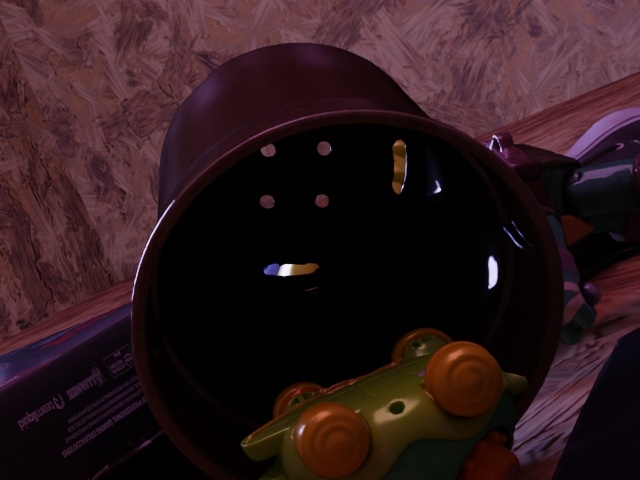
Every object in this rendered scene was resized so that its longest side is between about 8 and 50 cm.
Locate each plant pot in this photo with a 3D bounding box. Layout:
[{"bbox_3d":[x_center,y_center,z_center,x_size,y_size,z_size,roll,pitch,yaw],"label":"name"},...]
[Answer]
[{"bbox_3d":[0.000,0.000,0.736,0.167,0.167,0.165,-24,24,1],"label":"plant pot"}]

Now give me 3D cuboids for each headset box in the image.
[{"bbox_3d":[-0.171,0.127,0.783,0.293,0.110,0.218,-22,5,26],"label":"headset box"}]

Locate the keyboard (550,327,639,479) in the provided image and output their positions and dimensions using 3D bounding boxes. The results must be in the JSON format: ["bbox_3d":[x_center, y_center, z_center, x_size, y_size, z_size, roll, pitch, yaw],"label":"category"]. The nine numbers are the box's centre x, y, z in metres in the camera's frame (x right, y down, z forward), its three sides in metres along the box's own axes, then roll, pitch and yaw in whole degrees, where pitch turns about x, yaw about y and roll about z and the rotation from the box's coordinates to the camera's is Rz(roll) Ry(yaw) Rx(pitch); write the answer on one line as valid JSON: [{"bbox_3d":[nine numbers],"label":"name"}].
[{"bbox_3d":[0.166,0.039,0.562,0.201,0.033,0.317,-29,3,19],"label":"keyboard"}]

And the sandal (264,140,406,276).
[{"bbox_3d":[0.021,0.015,1.121,0.138,0.126,0.317,-26,1,31],"label":"sandal"}]

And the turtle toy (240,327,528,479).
[{"bbox_3d":[0.016,0.080,0.619,0.130,0.066,0.095,-25,4,-6],"label":"turtle toy"}]

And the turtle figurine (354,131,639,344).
[{"bbox_3d":[0.102,0.004,0.860,0.234,0.118,0.175,-19,3,-5],"label":"turtle figurine"}]

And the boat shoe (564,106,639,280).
[{"bbox_3d":[0.170,-0.021,1.060,0.228,0.080,0.076,-23,20,-36],"label":"boat shoe"}]
